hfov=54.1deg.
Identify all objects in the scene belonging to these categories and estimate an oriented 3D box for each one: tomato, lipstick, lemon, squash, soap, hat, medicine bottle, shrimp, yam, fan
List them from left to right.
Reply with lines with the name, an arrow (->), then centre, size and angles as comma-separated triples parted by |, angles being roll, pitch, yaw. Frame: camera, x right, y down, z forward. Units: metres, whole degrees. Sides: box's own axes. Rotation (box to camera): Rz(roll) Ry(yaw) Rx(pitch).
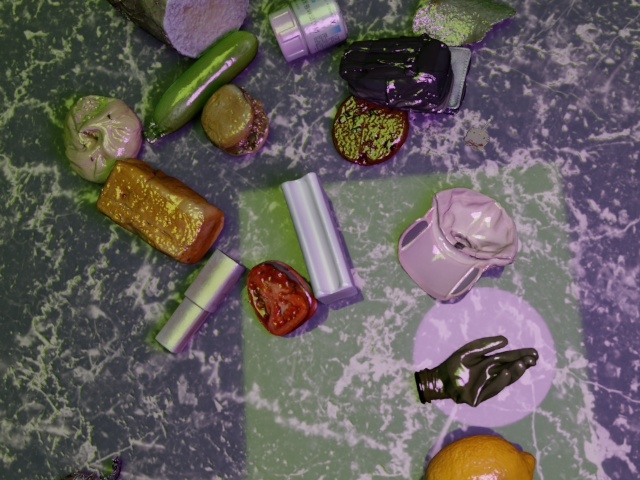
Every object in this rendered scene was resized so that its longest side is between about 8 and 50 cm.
shrimp -> -0.533, 0.550, 1.418 | 0.174, 0.082, 0.076 | -19, 72, -2
yam -> -0.384, -0.618, 1.554 | 0.348, 0.241, 0.241 | 34, 86, 19
squash -> -0.301, -0.385, 1.560 | 0.378, 0.101, 0.101 | -44, 76, 0
lipstick -> -0.280, 0.143, 1.460 | 0.077, 0.079, 0.253 | 34, 87, 13
tomato -> -0.079, 0.118, 1.421 | 0.166, 0.082, 0.174 | -41, 73, 35
medicine bottle -> -0.030, -0.523, 1.528 | 0.168, 0.135, 0.135 | -22, 76, 5
soap -> 0.000, 0.000, 1.402 | 0.087, 0.160, 0.265 | -19, 76, 4
hat -> 0.304, 0.014, 1.397 | 0.219, 0.164, 0.226 | 47, 128, 14
lemon -> 0.310, 0.486, 1.243 | 0.256, 0.188, 0.188 | -26, 76, 1
fan -> 0.376, -0.252, 1.472 | 0.056, 0.004, 0.083 | 32, 85, 14

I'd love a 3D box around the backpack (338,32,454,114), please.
backpack -> 0.169, -0.387, 1.422 | 0.258, 0.133, 0.206 | 9, 55, 17

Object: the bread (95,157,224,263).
bread -> -0.379, -0.073, 1.492 | 0.294, 0.132, 0.167 | 30, 85, 12

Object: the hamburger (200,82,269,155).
hamburger -> -0.210, -0.290, 1.515 | 0.159, 0.131, 0.185 | -37, 72, 14

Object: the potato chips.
potato chips -> 0.335, -0.528, 1.491 | 0.228, 0.059, 0.167 | -34, 74, -8

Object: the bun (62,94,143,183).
bun -> -0.553, -0.266, 1.566 | 0.210, 0.116, 0.237 | -29, 77, 2

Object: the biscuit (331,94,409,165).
biscuit -> 0.116, -0.270, 1.490 | 0.192, 0.049, 0.192 | -1, 84, 13

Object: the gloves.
gloves -> 0.328, 0.280, 1.323 | 0.268, 0.107, 0.135 | -20, 67, 22

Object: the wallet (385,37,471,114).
wallet -> 0.244, -0.398, 1.507 | 0.222, 0.036, 0.167 | 13, 82, 12
